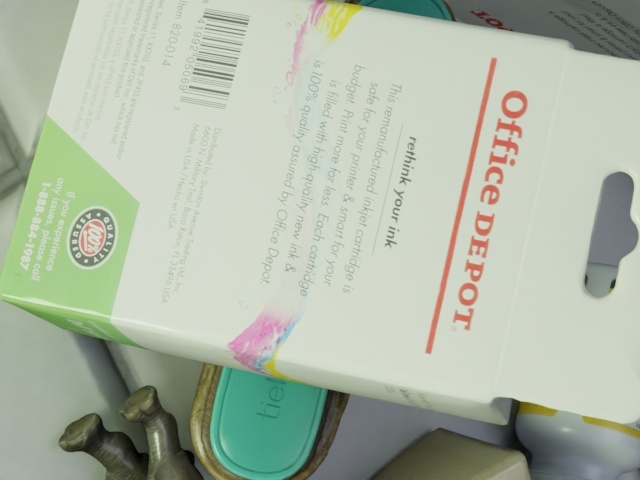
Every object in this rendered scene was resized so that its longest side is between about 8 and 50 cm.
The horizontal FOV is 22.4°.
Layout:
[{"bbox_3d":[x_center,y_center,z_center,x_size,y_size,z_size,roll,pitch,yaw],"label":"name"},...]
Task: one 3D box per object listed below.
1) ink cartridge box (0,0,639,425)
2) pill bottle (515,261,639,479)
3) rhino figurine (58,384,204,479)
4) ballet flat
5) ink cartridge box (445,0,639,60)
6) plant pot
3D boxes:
[{"bbox_3d":[0.023,-0.018,0.913,0.119,0.353,0.207,56,47,-74],"label":"ink cartridge box"},{"bbox_3d":[0.207,0.116,1.233,0.103,0.103,0.184,25,75,-39],"label":"pill bottle"},{"bbox_3d":[-0.153,0.205,0.940,0.243,0.073,0.106,-49,117,-28],"label":"rhino figurine"},{"bbox_3d":[0.000,0.000,1.042,0.116,0.124,0.342,16,81,-3],"label":"ballet flat"},{"bbox_3d":[0.248,-0.199,1.156,0.198,0.273,0.115,25,72,-39],"label":"ink cartridge box"},{"bbox_3d":[0.085,0.206,1.131,0.096,0.109,0.109,-20,103,-28],"label":"plant pot"}]
